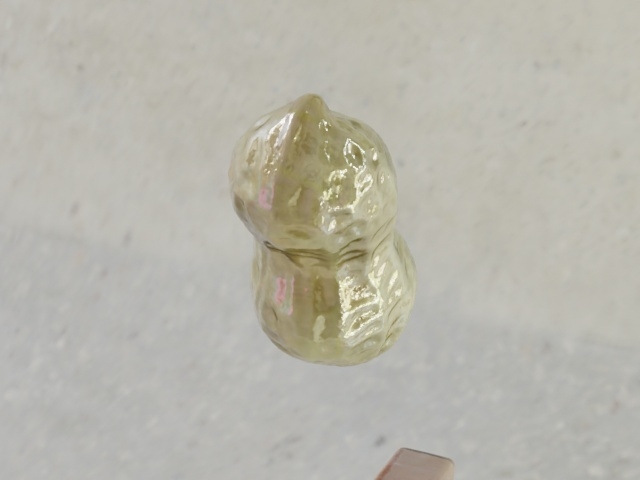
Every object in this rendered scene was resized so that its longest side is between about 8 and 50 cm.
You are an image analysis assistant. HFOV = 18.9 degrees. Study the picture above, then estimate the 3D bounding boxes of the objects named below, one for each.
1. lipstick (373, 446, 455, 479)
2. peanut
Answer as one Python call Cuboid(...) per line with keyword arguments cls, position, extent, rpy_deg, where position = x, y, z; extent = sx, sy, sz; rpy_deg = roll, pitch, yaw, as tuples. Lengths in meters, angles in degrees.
Cuboid(cls="lipstick", position=(0.052, 0.176, 1.238), extent=(0.045, 0.145, 0.045), rpy_deg=(15, 103, 12))
Cuboid(cls="peanut", position=(0.000, 0.000, 1.369), extent=(0.120, 0.298, 0.136), rpy_deg=(6, 59, 13))
